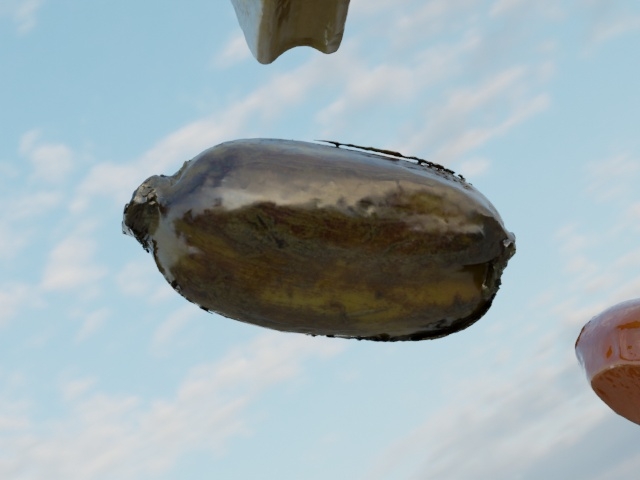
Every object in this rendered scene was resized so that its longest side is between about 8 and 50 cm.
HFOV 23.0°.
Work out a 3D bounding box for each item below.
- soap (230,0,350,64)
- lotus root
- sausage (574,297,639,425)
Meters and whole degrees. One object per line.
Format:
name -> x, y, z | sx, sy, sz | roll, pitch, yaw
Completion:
soap -> -0.019, -0.232, 0.978 | 0.073, 0.140, 0.232 | -14, -25, -15
lotus root -> 0.000, 0.000, 1.581 | 0.397, 0.196, 0.179 | 10, 13, -5
sausage -> 0.225, 0.073, 0.908 | 0.089, 0.089, 0.179 | -14, 8, -37
